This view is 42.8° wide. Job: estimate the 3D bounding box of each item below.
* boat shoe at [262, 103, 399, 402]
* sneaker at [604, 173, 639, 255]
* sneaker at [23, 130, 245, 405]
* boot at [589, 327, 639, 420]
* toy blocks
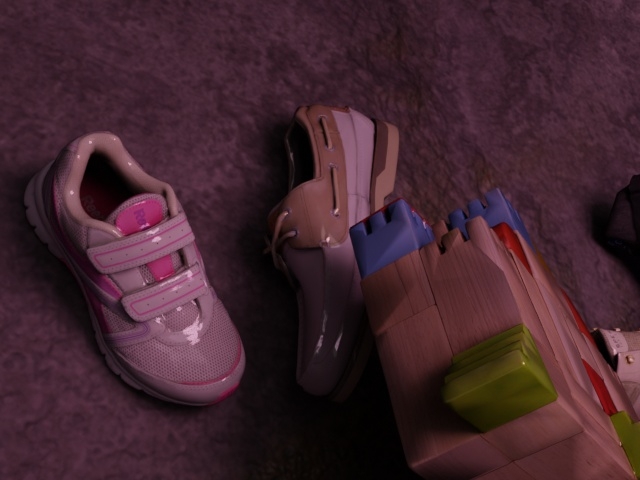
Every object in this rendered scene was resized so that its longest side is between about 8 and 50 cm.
[{"bbox_3d":[0.000,0.000,0.732,0.103,0.113,0.302,19,48,-13],"label":"boat shoe"},{"bbox_3d":[0.381,0.026,0.907,0.079,0.121,0.217,-26,112,-43],"label":"sneaker"},{"bbox_3d":[-0.145,0.019,0.648,0.103,0.111,0.252,-35,83,-33],"label":"sneaker"},{"bbox_3d":[0.345,0.093,0.799,0.165,0.213,0.077,8,18,-18],"label":"boot"},{"bbox_3d":[0.146,0.084,0.635,0.381,0.190,0.261,41,26,-42],"label":"toy blocks"}]
